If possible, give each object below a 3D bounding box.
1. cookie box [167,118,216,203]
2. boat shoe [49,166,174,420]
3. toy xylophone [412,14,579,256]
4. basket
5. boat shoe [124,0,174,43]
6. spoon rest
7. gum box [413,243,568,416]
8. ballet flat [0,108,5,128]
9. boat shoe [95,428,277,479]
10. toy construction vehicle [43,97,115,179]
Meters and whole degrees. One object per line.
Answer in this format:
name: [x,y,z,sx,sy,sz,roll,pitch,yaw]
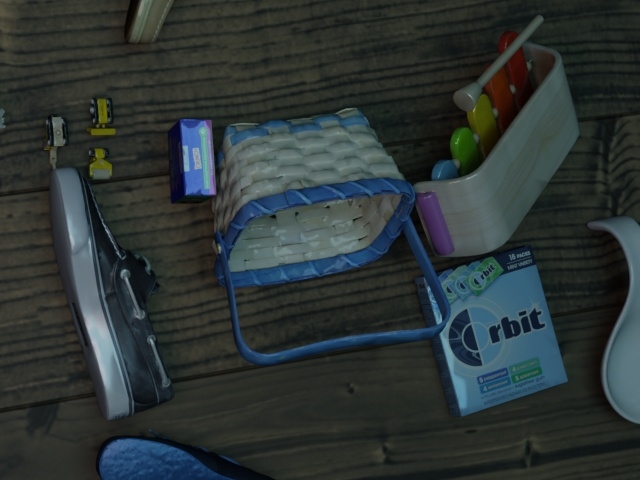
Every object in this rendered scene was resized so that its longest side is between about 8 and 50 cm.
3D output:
cookie box: [-0.153,-0.092,1.893,0.040,0.107,0.091,-3,87,-13]
boat shoe: [-0.239,0.055,1.858,0.102,0.108,0.301,-16,94,-19]
toy xylophone: [0.222,-0.137,1.951,0.323,0.081,0.236,-44,131,-41]
basket: [0.000,0.000,1.874,0.255,0.201,0.289,-6,57,-18]
boat shoe: [-0.141,-0.357,1.921,0.098,0.109,0.302,28,73,-13]
spoon rest: [0.413,0.103,2.082,0.137,0.084,0.276,-12,89,-19]
gum box: [0.217,0.114,2.038,0.157,0.041,0.184,-16,92,-18]
ballet flat: [-0.476,-0.268,1.779,0.147,0.147,0.409,-26,98,-18]
boat shoe: [-0.150,0.295,1.884,0.258,0.089,0.109,27,91,-20]
toy construction vehicle: [-0.287,-0.118,1.896,0.086,0.035,0.098,-7,91,-30]
